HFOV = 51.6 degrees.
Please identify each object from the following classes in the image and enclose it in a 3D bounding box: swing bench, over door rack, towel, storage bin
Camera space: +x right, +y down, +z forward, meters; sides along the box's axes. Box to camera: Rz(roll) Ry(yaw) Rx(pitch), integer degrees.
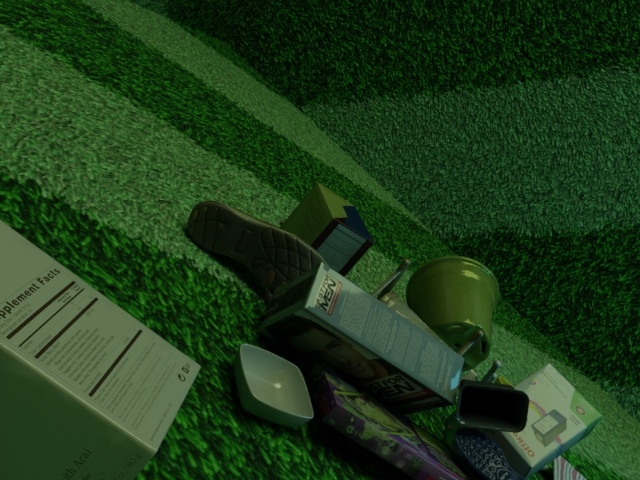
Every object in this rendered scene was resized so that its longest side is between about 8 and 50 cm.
[{"bbox_3d":[0.216,0.225,1.591,0.253,0.165,0.254,44,-24,16],"label":"swing bench"},{"bbox_3d":[0.477,0.403,1.601,0.239,0.108,0.324,42,6,26],"label":"over door rack"},{"bbox_3d":[0.671,0.648,1.704,0.197,0.029,0.144,42,28,-8],"label":"towel"},{"bbox_3d":[0.334,0.326,1.319,0.135,0.098,0.091,6,5,5],"label":"storage bin"}]

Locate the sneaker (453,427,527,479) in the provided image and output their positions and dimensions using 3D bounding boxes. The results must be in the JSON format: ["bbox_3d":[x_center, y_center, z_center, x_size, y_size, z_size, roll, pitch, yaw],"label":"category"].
[{"bbox_3d":[0.336,0.464,1.261,0.082,0.090,0.232,-19,46,-33],"label":"sneaker"}]

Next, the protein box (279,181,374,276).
[{"bbox_3d":[0.000,0.000,1.682,0.136,0.201,0.199,31,19,-27],"label":"protein box"}]

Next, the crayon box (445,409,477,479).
[{"bbox_3d":[0.360,0.479,1.450,0.165,0.081,0.278,41,17,1],"label":"crayon box"}]

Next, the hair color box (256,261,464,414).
[{"bbox_3d":[0.083,0.209,1.326,0.375,0.185,0.113,35,54,-18],"label":"hair color box"}]

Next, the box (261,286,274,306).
[{"bbox_3d":[-0.062,0.164,1.441,0.094,0.027,0.137,18,28,-48],"label":"box"}]

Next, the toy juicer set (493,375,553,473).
[{"bbox_3d":[0.547,0.495,1.792,0.209,0.089,0.329,21,26,-47],"label":"toy juicer set"}]

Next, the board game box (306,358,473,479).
[{"bbox_3d":[0.135,0.364,1.247,0.347,0.056,0.208,36,-1,-13],"label":"board game box"}]

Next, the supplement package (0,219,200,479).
[{"bbox_3d":[-0.312,0.147,0.704,0.293,0.177,0.175,38,18,-7],"label":"supplement package"}]

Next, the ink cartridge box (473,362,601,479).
[{"bbox_3d":[0.452,0.382,1.397,0.213,0.093,0.154,-25,55,-21],"label":"ink cartridge box"}]

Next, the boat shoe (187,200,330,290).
[{"bbox_3d":[-0.119,0.013,1.480,0.356,0.132,0.130,32,11,0],"label":"boat shoe"}]

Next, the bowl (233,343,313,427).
[{"bbox_3d":[-0.089,0.253,1.123,0.142,0.053,0.142,31,19,-30],"label":"bowl"}]

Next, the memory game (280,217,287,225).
[{"bbox_3d":[-0.042,0.001,1.916,0.186,0.012,0.186,36,18,-14],"label":"memory game"}]

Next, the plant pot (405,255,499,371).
[{"bbox_3d":[0.382,0.226,1.891,0.276,0.276,0.253,36,30,-15],"label":"plant pot"}]
